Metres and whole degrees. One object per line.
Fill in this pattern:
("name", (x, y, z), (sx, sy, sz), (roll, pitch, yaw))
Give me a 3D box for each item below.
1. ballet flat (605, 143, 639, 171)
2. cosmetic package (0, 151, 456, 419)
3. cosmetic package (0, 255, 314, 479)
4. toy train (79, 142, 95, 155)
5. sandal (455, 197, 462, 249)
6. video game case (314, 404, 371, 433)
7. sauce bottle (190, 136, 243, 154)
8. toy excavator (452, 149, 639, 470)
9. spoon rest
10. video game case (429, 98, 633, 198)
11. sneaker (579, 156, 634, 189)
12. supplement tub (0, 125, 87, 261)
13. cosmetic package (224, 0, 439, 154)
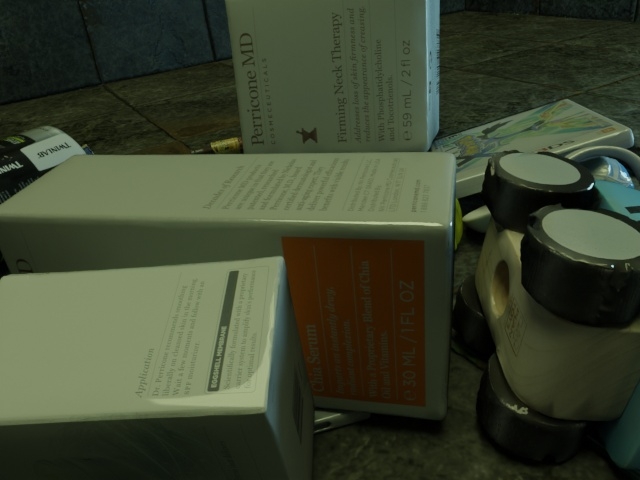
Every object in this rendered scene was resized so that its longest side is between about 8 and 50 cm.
("ballet flat", (0.594, -0.168, 1.092), (0.049, 0.057, 0.173), (30, 23, -19))
("cosmetic package", (-0.087, 0.037, 0.609), (0.452, 0.230, 0.162), (1, 31, 15))
("cosmetic package", (-0.128, 0.142, 0.453), (0.224, 0.224, 0.138), (-4, 43, 6))
("toy train", (-0.424, -0.124, 1.100), (0.027, 0.158, 0.036), (-36, 30, -6))
("sandal", (0.070, -0.007, 0.823), (0.317, 0.126, 0.138), (-15, 13, -25))
("video game case", (-0.054, 0.156, 0.648), (0.173, 0.022, 0.190), (-12, 30, -11))
("sauce bottle", (-0.250, -0.219, 1.352), (0.128, 0.042, 0.042), (-17, 30, -16))
("toy excavator", (0.380, 0.101, 0.494), (0.444, 0.223, 0.433), (4, 30, 1))
("spoon rest", (0.350, -0.079, 0.861), (0.276, 0.084, 0.137), (-18, 3, 17))
("video game case", (0.363, -0.181, 1.048), (0.299, 0.036, 0.329), (-16, 19, 12))
("sneaker", (0.461, -0.121, 1.003), (0.086, 0.085, 0.237), (30, 13, -17))
("supplement tub", (-0.573, -0.067, 0.983), (0.193, 0.194, 0.316), (11, 33, 29))
("cosmetic package", (0.052, -0.371, 1.218), (0.393, 0.330, 0.327), (1, 20, 16))
